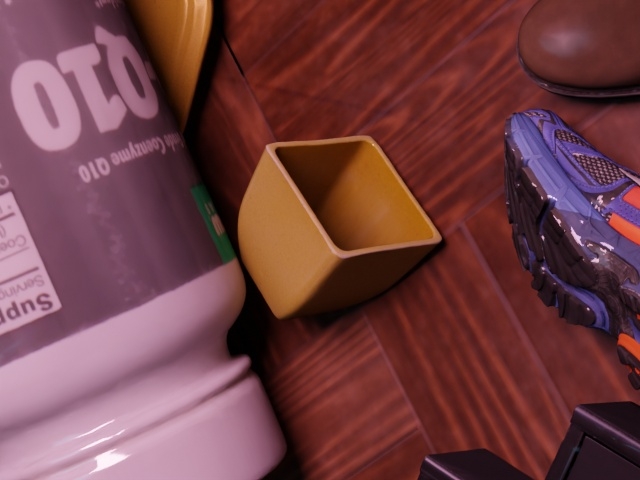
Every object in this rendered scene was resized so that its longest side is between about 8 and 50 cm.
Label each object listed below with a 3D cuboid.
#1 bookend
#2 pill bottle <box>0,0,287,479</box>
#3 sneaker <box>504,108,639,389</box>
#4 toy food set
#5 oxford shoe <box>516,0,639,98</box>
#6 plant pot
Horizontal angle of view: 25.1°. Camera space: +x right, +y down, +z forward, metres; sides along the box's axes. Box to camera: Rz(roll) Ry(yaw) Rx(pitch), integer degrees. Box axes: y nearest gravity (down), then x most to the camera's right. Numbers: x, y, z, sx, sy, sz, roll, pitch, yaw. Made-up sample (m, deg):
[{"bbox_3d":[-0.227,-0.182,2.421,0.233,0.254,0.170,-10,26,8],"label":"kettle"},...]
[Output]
[{"bbox_3d":[0.114,0.137,0.715,0.156,0.072,0.157,32,106,35],"label":"bookend"},{"bbox_3d":[-0.167,-0.011,0.811,0.204,0.204,0.361,-21,95,35],"label":"pill bottle"},{"bbox_3d":[0.159,0.007,0.691,0.221,0.087,0.083,54,160,40],"label":"sneaker"},{"bbox_3d":[-0.120,-0.142,0.922,0.128,0.071,0.218,20,103,12],"label":"toy food set"},{"bbox_3d":[0.179,-0.126,0.666,0.227,0.096,0.082,-19,78,37],"label":"oxford shoe"},{"bbox_3d":[0.000,0.000,0.808,0.081,0.081,0.083,57,132,25],"label":"plant pot"}]
